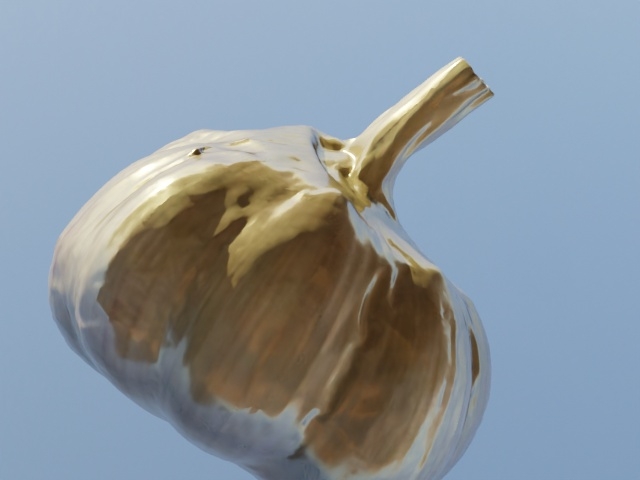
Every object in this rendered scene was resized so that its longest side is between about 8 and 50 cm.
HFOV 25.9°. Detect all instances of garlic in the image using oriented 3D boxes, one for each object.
[{"bbox_3d":[0.000,0.000,0.642,0.218,0.218,0.212,32,-87,3],"label":"garlic"}]
